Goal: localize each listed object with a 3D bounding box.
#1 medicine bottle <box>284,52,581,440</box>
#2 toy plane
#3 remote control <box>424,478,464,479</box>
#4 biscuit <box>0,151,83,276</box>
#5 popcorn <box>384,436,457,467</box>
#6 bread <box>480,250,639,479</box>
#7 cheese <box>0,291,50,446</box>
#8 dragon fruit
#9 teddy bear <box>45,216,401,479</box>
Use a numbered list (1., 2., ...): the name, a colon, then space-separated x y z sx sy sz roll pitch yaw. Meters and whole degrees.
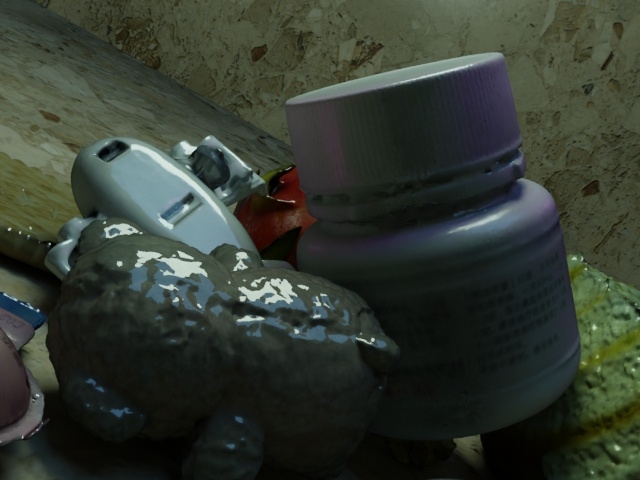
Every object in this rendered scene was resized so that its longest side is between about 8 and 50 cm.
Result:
1. medicine bottle: 0.101 0.000 0.847 0.256 0.324 0.256 -14 13 3
2. toy plane: -0.139 0.000 0.841 0.252 0.118 0.252 11 58 -17
3. remote control: 0.146 0.272 0.578 0.221 0.103 0.332 19 14 -16
4. biscuit: -0.265 -0.007 0.931 0.325 0.044 0.217 26 13 -19
5. popcorn: 0.099 0.199 0.887 0.083 0.068 0.059 22 54 -23
6. bread: 0.326 0.209 0.920 0.239 0.264 0.395 35 14 -14
7. cheese: -0.257 0.067 0.574 0.189 0.074 0.286 28 8 -8
8. dragon fruit: -0.005 0.003 1.050 0.224 0.227 0.224 22 1 -1
9. teddy bear: -0.077 0.091 0.683 0.267 0.151 0.236 9 49 -19
